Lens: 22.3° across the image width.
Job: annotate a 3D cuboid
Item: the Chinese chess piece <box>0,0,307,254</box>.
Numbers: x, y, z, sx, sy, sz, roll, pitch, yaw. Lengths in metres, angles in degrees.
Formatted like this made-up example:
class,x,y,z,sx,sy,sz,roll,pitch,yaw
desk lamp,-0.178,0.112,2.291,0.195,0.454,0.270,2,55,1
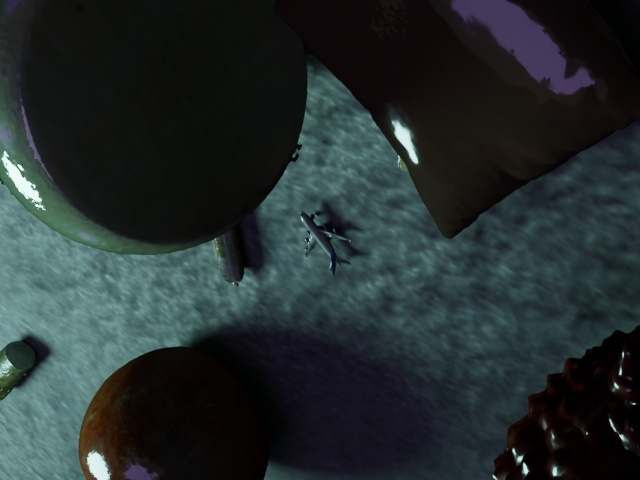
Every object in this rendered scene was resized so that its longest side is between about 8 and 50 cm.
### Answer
class,x,y,z,sx,sy,sz,roll,pitch,yaw
Chinese chess piece,-0.182,-0.160,1.648,0.146,0.349,0.349,8,130,56

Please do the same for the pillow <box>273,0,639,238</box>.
class,x,y,z,sx,sy,sz,roll,pitch,yaw
pillow,0.136,-0.179,1.553,0.308,0.108,0.305,52,135,-4

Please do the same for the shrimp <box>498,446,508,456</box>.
class,x,y,z,sx,sy,sz,roll,pitch,yaw
shrimp,0.244,0.282,1.918,0.083,0.023,0.114,26,130,23

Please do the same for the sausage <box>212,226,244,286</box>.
class,x,y,z,sx,sy,sz,roll,pitch,yaw
sausage,-0.124,-0.053,1.921,0.032,0.033,0.269,12,130,30

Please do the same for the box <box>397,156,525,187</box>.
class,x,y,z,sx,sy,sz,roll,pitch,yaw
box,0.144,-0.098,1.686,0.149,0.020,0.073,12,128,31

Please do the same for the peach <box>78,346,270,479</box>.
class,x,y,z,sx,sy,sz,roll,pitch,yaw
peach,-0.189,0.270,2.087,0.252,0.252,0.252,21,134,24

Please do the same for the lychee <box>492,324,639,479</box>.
class,x,y,z,sx,sy,sz,roll,pitch,yaw
lychee,0.356,0.263,1.522,0.424,0.425,0.500,-3,130,39

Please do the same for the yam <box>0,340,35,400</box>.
class,x,y,z,sx,sy,sz,roll,pitch,yaw
yam,-0.461,0.192,2.369,0.054,0.054,0.132,46,138,-3

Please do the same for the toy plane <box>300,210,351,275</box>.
class,x,y,z,sx,sy,sz,roll,pitch,yaw
toy plane,0.002,-0.001,1.873,0.078,0.024,0.084,-19,104,46
